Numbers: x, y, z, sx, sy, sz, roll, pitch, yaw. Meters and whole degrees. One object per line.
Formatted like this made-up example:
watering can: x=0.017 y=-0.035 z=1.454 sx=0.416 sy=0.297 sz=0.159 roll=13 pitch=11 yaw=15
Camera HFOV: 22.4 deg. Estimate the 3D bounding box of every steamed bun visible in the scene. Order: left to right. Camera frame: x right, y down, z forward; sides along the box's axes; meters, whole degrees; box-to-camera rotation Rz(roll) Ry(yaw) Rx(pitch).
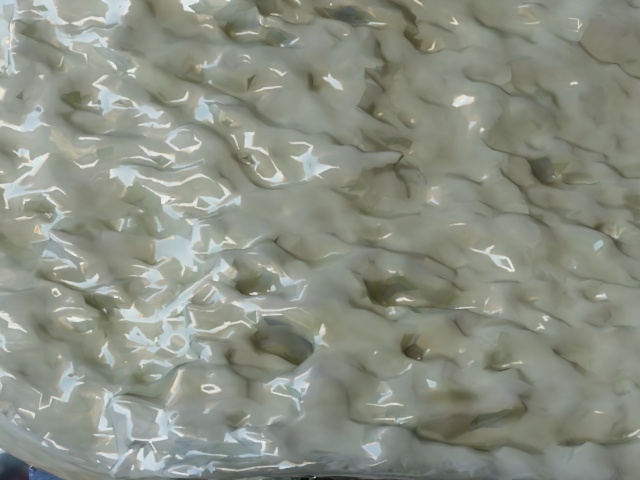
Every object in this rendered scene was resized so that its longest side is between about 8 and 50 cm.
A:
steamed bun: x=0.000 y=0.000 z=0.539 sx=0.273 sy=0.290 sz=0.272 roll=112 pitch=173 yaw=-47

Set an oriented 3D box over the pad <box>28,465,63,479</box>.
pad: x=-0.038 y=0.149 z=0.957 sx=0.012 sy=0.270 sz=0.268 roll=-135 pitch=39 yaw=-73
